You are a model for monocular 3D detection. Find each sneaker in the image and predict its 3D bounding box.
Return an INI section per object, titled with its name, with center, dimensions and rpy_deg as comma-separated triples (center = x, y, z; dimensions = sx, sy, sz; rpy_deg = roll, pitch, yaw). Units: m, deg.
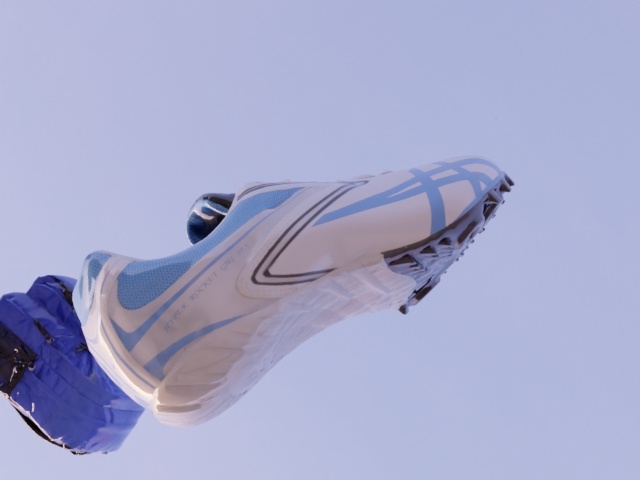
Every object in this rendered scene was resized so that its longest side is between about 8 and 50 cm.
[sneaker]
center = 0.000, 0.000, 0.538
dimensions = 0.086, 0.237, 0.085
rpy_deg = 50, -44, 17

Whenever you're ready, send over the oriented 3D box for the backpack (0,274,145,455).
[backpack]
center = -0.178, 0.090, 0.885
dimensions = 0.120, 0.098, 0.101
rpy_deg = 42, -76, 25
